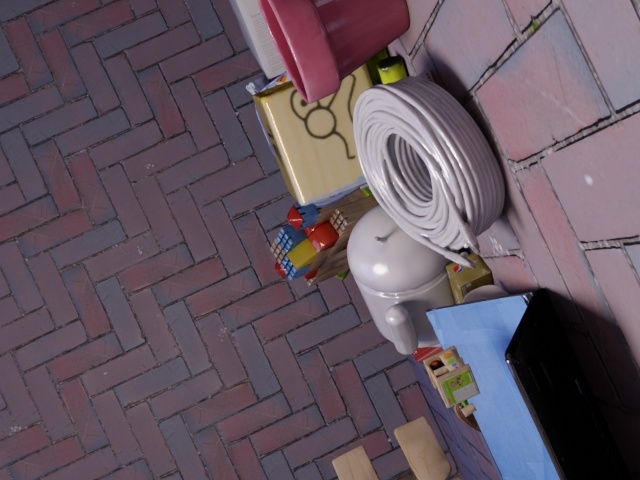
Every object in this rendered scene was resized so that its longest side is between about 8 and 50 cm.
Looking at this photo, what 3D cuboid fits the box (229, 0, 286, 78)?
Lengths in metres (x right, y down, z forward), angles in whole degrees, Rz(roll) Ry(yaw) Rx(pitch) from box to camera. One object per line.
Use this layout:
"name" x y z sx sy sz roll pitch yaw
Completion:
"box" -0.128 -0.581 1.801 0.215 0.168 0.345 -118 3 -47

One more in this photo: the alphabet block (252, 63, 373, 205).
"alphabet block" 0.006 -0.194 1.414 0.193 0.192 0.197 -136 25 -74

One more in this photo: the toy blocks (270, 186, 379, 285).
"toy blocks" 0.000 0.000 1.993 0.190 0.261 0.381 55 144 20

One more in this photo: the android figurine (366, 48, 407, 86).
"android figurine" 0.139 -0.200 1.382 0.248 0.056 0.273 -120 7 -55

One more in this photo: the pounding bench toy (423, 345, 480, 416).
"pounding bench toy" 0.191 0.205 1.150 0.065 0.052 0.083 -120 6 -66

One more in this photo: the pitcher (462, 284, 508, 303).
"pitcher" 0.299 0.201 1.314 0.178 0.125 0.207 53 158 42

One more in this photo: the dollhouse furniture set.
"dollhouse furniture set" 0.281 0.532 1.563 0.256 0.394 0.362 61 176 47

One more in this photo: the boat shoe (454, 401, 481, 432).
"boat shoe" 0.374 0.402 1.780 0.178 0.064 0.060 37 165 -20

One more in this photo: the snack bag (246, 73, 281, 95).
"snack bag" -0.034 -0.289 1.974 0.323 0.037 0.342 49 -158 -10

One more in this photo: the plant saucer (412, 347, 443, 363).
"plant saucer" 0.235 0.167 1.911 0.258 0.048 0.259 63 158 13

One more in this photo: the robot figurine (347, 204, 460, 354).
"robot figurine" 0.169 0.062 1.500 0.353 0.200 0.300 64 -152 -44

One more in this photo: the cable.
"cable" 0.147 -0.108 1.130 0.257 0.089 0.257 30 144 57

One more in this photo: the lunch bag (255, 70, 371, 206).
"lunch bag" 0.017 -0.229 1.645 0.303 0.243 0.115 64 -161 15

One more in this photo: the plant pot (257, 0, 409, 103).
"plant pot" 0.020 -0.327 1.162 0.201 0.180 0.201 64 177 6

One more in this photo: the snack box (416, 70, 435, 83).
"snack box" 0.126 -0.196 1.228 0.178 0.022 0.064 -27 88 61

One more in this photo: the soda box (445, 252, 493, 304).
"soda box" 0.276 0.110 1.422 0.058 0.061 0.181 -119 5 -47

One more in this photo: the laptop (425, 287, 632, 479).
"laptop" 0.272 0.289 1.102 0.382 0.236 0.408 64 -154 -2
